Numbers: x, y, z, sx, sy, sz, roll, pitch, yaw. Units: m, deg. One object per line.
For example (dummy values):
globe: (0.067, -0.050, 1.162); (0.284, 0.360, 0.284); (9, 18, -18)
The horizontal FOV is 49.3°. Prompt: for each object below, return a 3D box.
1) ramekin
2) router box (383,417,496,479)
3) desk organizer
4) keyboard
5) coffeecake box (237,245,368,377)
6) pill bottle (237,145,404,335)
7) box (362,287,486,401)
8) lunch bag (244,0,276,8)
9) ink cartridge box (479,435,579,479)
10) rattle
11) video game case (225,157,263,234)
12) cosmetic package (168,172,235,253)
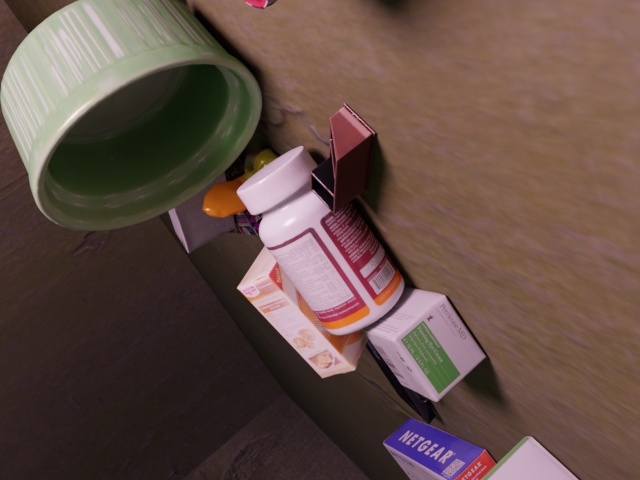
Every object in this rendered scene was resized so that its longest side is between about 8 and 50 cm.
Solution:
ramekin: (-0.239, -0.162, 0.876); (0.148, 0.303, 0.303); (54, 167, 18)
router box: (0.284, 0.489, 1.278); (0.301, 0.082, 0.335); (52, 166, -4)
desk organizer: (0.021, -0.083, 0.748); (0.047, 0.050, 0.130); (47, 165, 17)
keyboard: (0.112, 0.186, 1.173); (0.317, 0.033, 0.201); (56, 171, -22)
coffeecake box: (-0.007, 0.075, 0.978); (0.068, 0.142, 0.185); (-24, 115, 40)
pill bottle: (0.000, 0.000, 0.873); (0.221, 0.121, 0.121); (55, 165, -14)
box: (0.126, 0.126, 0.863); (0.101, 0.087, 0.102); (55, 165, -13)
lunch bag: (-0.090, -0.294, 0.431); (0.293, 0.120, 0.258); (49, 166, 5)
ink cartridge box: (0.254, 0.417, 0.953); (0.117, 0.201, 0.278); (42, 163, 34)
rattle: (-0.104, -0.045, 1.059); (0.130, 0.142, 0.200); (38, 161, -6)
video game case: (-0.176, -0.110, 1.254); (0.210, 0.042, 0.232); (63, 164, -10)
cosmetic package: (-0.206, -0.078, 1.148); (0.060, 0.099, 0.239); (55, 163, 25)
